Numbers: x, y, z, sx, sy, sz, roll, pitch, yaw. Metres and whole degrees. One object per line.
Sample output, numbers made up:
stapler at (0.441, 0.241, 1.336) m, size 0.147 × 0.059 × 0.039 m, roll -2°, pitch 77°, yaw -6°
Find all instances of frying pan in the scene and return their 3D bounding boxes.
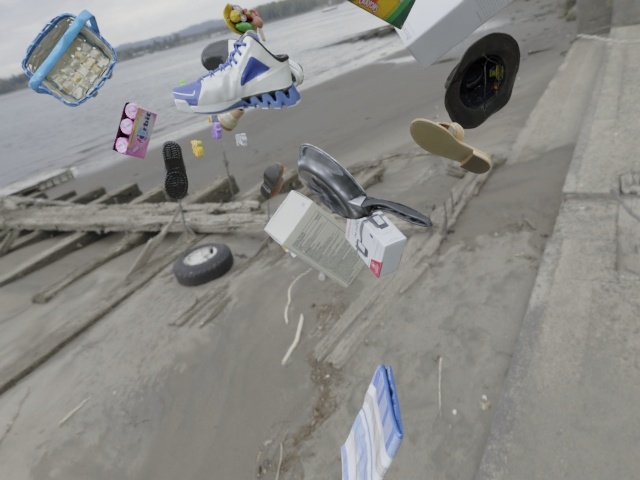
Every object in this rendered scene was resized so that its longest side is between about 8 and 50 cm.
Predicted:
frying pan at (0.068, -0.072, 0.840) m, size 0.326 × 0.197 × 0.053 m, roll 40°, pitch 81°, yaw 23°

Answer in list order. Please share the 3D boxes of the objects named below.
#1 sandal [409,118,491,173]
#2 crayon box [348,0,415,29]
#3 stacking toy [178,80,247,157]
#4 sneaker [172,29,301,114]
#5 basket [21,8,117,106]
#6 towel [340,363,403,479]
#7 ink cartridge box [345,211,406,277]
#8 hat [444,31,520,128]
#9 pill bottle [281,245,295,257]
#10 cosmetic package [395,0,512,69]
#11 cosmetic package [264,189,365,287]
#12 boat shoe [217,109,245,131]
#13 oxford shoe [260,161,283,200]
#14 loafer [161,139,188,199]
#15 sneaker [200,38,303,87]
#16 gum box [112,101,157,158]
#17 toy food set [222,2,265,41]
sandal at (0.334, -0.260, 1.111) m, size 0.088 × 0.240 × 0.079 m, roll -42°, pitch 24°, yaw 58°
crayon box at (0.146, -0.706, 1.003) m, size 0.106 × 0.313 × 0.363 m, roll 44°, pitch 31°, yaw 25°
stacking toy at (-0.322, -0.375, 1.321) m, size 0.167 × 0.221 × 0.052 m, roll -20°, pitch 21°, yaw -32°
sneaker at (-0.212, -0.424, 1.092) m, size 0.315 × 0.182 × 0.127 m, roll -9°, pitch 29°, yaw -10°
basket at (-0.715, -0.523, 1.252) m, size 0.255 × 0.201 × 0.289 m, roll -52°, pitch 18°, yaw -1°
towel at (0.100, 0.430, 0.920) m, size 0.034 × 0.285 × 0.209 m, roll 16°, pitch 23°, yaw -6°
ink cartridge box at (0.123, -0.007, 1.012) m, size 0.063 × 0.109 × 0.150 m, roll -20°, pitch 50°, yaw -22°
hat at (0.528, -0.561, 1.514) m, size 0.331 × 0.331 × 0.134 m, roll -25°, pitch 41°, yaw -18°
pill bottle at (-0.114, 0.002, 1.569) m, size 0.065 × 0.116 × 0.065 m, roll -37°, pitch 2°, yaw 1°
cosmetic package at (0.491, -0.876, 1.572) m, size 0.453 × 0.161 × 0.230 m, roll -34°, pitch 57°, yaw 27°
cosmetic package at (0.000, 0.000, 1.297) m, size 0.153 × 0.296 × 0.129 m, roll -53°, pitch 38°, yaw -1°
boat shoe at (-0.315, -0.548, 1.577) m, size 0.110 × 0.121 × 0.341 m, roll -32°, pitch 53°, yaw 34°
oxford shoe at (-0.175, -0.240, 1.689) m, size 0.076 × 0.076 × 0.212 m, roll -29°, pitch -12°, yaw -30°
loafer at (-0.500, -0.248, 1.511) m, size 0.080 × 0.220 × 0.078 m, roll 0°, pitch 32°, yaw -13°
sneaker at (-0.212, -0.548, 1.367) m, size 0.330 × 0.122 × 0.146 m, roll 6°, pitch 30°, yaw -9°
gum box at (-0.683, -0.407, 1.608) m, size 0.062 × 0.188 × 0.107 m, roll 22°, pitch 8°, yaw 14°
toy food set at (-0.300, -0.922, 1.810) m, size 0.071 × 0.128 × 0.218 m, roll -15°, pitch -2°, yaw 40°
